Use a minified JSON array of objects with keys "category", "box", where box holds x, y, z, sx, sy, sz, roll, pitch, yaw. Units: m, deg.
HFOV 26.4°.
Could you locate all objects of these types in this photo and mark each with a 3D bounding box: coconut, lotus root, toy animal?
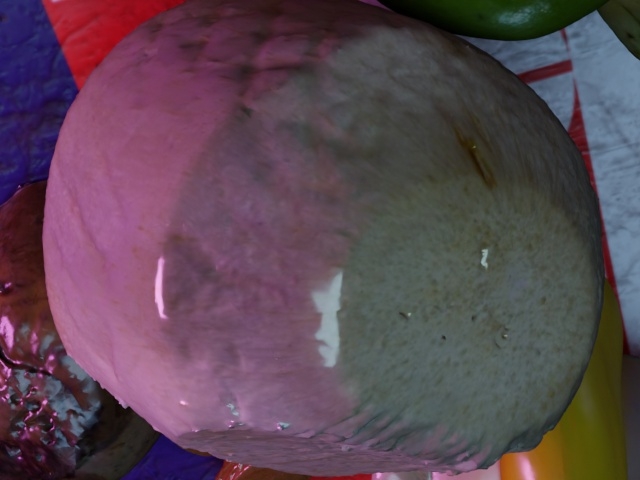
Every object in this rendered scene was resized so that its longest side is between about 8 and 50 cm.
[{"category":"coconut","box":[0.000,0.000,1.010,0.415,0.415,0.345,30,87,-20]},{"category":"lotus root","box":[-0.227,0.099,1.176,0.272,0.192,0.272,2,121,3]},{"category":"toy animal","box":[0.182,0.166,1.235,0.246,0.278,0.345,-24,154,29]}]

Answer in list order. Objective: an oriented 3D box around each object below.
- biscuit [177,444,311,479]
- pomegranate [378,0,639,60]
[{"category":"biscuit","box":[-0.061,0.182,1.277,0.186,0.036,0.192,-46,134,17]},{"category":"pomegranate","box":[0.174,-0.250,0.967,0.310,0.216,0.358,-42,116,15]}]
